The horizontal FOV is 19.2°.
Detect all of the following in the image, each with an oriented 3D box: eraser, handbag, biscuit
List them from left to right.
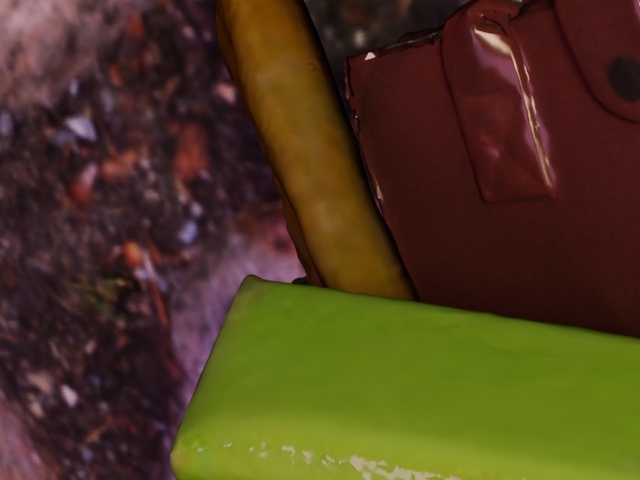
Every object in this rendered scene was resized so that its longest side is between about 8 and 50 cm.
[{"bbox_3d":[0.000,0.000,0.739,0.183,0.039,0.174,86,163,-65],"label":"biscuit"},{"bbox_3d":[0.095,0.120,0.593,0.274,0.092,0.210,10,135,27],"label":"eraser"},{"bbox_3d":[0.150,0.027,0.656,0.260,0.084,0.275,-9,104,43],"label":"handbag"}]
